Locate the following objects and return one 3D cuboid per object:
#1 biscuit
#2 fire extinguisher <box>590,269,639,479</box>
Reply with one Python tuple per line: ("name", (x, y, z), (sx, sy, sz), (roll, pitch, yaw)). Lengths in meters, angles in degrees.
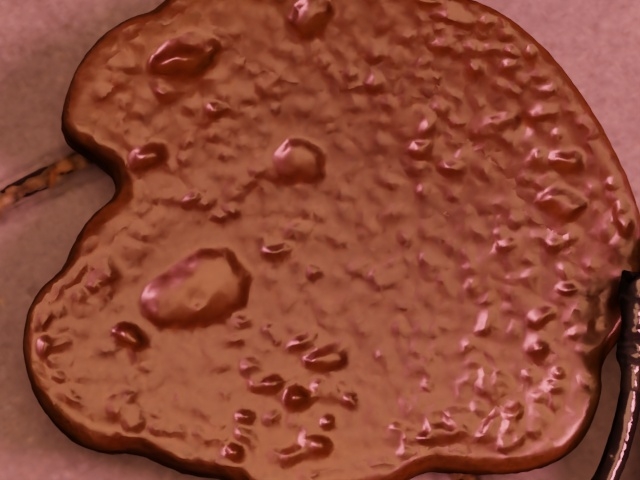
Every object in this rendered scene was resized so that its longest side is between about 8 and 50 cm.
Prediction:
("biscuit", (0.000, 0.000, 0.868), (0.381, 0.074, 0.359), (-25, 78, -9))
("fire extinguisher", (0.214, 0.179, 0.819), (0.200, 0.113, 0.376), (0, 78, 14))
